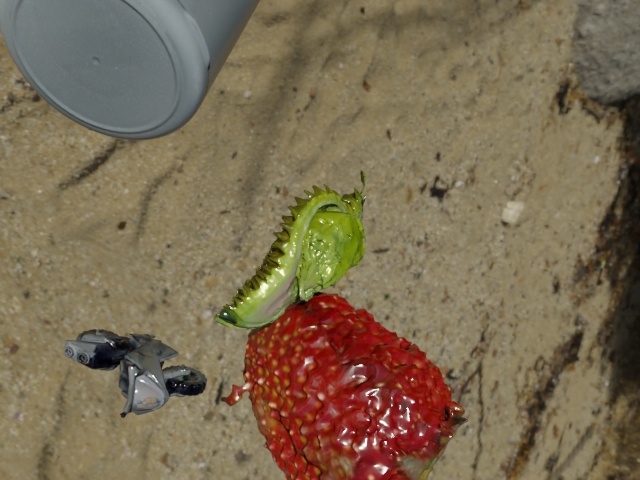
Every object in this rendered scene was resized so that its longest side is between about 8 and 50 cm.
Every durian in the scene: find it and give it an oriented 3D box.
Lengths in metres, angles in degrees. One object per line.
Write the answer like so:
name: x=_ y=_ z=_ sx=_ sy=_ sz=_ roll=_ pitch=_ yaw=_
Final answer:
durian: x=-0.006 y=0.000 z=0.954 sx=0.375 sy=0.132 sz=0.107 roll=-43 pitch=-177 yaw=-40

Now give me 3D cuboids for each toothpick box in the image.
toothpick box: x=-0.197 y=-0.309 z=0.852 sx=0.263 sy=0.263 sz=0.354 roll=75 pitch=25 yaw=-45

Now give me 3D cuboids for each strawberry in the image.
strawberry: x=0.014 y=0.241 z=0.971 sx=0.292 sy=0.344 sz=0.292 roll=-52 pitch=160 yaw=-27

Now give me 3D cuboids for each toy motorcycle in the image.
toy motorcycle: x=-0.343 y=0.231 z=1.215 sx=0.159 sy=0.271 sz=0.106 roll=-31 pitch=137 yaw=-66
